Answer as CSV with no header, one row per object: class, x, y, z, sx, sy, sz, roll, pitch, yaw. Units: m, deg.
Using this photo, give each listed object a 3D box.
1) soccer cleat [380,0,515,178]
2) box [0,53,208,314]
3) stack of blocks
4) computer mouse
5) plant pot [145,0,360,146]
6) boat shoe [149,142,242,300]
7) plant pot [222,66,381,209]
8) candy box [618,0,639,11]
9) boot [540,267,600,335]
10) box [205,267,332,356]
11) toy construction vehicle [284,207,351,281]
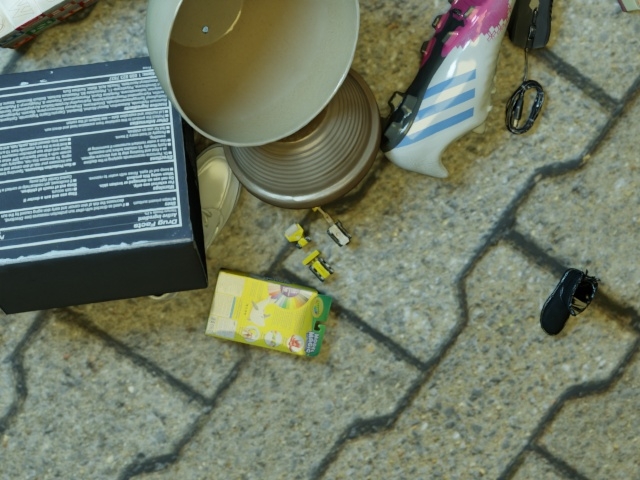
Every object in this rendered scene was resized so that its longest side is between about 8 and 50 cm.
soccer cleat,0.213,-0.245,1.698,0.143,0.116,0.331,30,98,-22
box,-0.322,-0.075,1.589,0.296,0.182,0.294,-7,64,-1
stack of blocks,-0.345,-0.382,1.609,0.297,0.171,0.087,-29,98,0
computer mouse,0.312,-0.280,1.722,0.071,0.041,0.242,1,98,-4
plant pot,-0.118,-0.290,1.510,0.284,0.191,0.284,-19,127,-28
boat shoe,-0.188,-0.023,1.708,0.095,0.084,0.258,22,96,-5
plant pot,-0.036,-0.173,1.636,0.237,0.110,0.237,-4,71,11
candy box,0.557,-0.492,1.681,0.316,0.087,0.183,-29,98,1
boot,0.381,0.097,1.746,0.045,0.099,0.121,25,96,-4
box,-0.079,0.111,1.754,0.179,0.043,0.105,14,96,-2
toy construction vehicle,0.000,0.000,1.751,0.086,0.035,0.098,-43,95,14
